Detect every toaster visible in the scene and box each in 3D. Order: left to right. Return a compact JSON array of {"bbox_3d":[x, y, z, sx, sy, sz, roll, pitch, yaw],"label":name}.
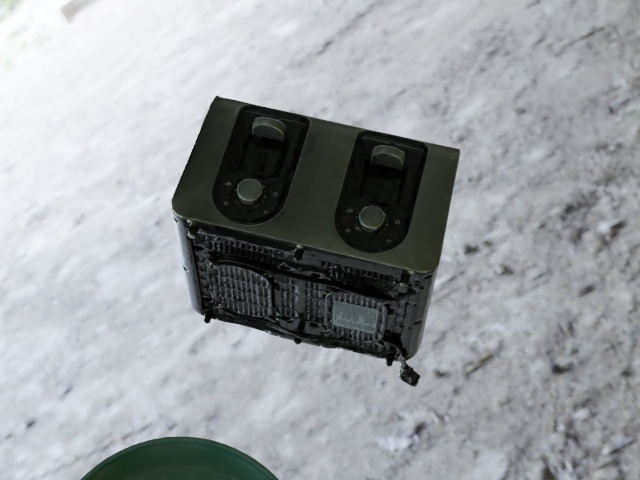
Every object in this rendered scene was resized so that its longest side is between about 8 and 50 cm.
[{"bbox_3d":[0.000,0.000,0.830,0.168,0.186,0.110,13,64,6],"label":"toaster"}]

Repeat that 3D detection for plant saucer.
[{"bbox_3d":[-0.062,0.145,0.557,0.119,0.119,0.021,-32,-2,-2],"label":"plant saucer"}]
